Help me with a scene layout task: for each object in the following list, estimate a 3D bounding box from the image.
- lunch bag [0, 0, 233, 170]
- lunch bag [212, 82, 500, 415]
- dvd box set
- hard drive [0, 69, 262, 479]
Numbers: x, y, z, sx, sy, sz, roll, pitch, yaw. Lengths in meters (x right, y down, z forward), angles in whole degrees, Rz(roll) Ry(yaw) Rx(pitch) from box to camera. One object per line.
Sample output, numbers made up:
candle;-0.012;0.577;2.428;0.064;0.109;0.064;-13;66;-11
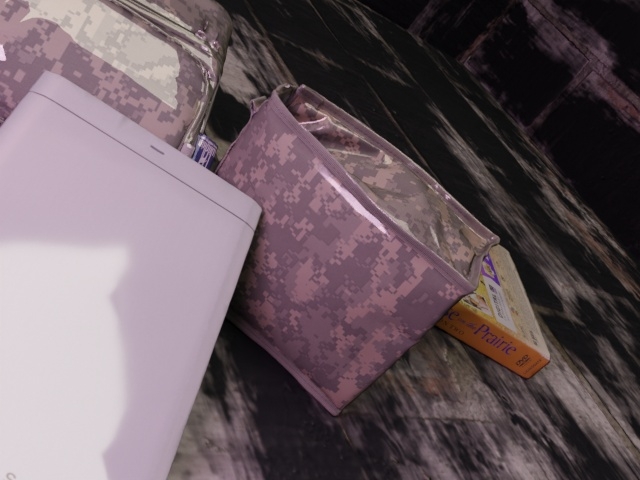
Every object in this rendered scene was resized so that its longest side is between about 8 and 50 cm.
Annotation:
lunch bag;-0.258;-0.174;0.805;0.305;0.212;0.256;28;44;-22
lunch bag;0.000;0.000;0.821;0.287;0.235;0.169;42;31;2
dvd box set;0.167;0.018;1.226;0.420;0.062;0.308;31;27;-20
hard drive;-0.189;0.041;0.588;0.233;0.047;0.353;33;44;-18
